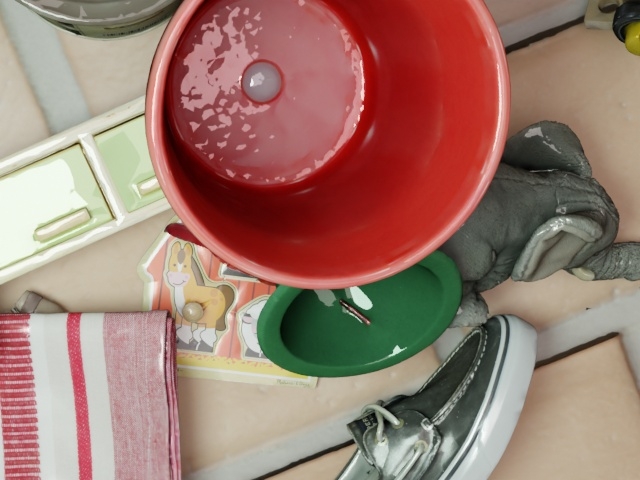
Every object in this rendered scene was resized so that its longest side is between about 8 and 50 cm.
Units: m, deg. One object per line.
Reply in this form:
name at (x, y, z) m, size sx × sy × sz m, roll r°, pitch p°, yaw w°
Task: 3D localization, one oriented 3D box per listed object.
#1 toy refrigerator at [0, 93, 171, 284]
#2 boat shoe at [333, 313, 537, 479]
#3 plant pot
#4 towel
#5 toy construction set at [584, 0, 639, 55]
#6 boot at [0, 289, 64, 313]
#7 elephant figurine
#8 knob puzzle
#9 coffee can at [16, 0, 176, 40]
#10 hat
toy refrigerator at (-0.222, -0.046, 1.344) m, size 0.269 × 0.094 × 0.102 m, roll -24°, pitch 97°, yaw -4°
boat shoe at (0.076, 0.202, 1.383) m, size 0.119 × 0.121 × 0.335 m, roll 31°, pitch 93°, yaw -12°
plant pot at (-0.020, -0.115, 1.196) m, size 0.275 × 0.243 × 0.275 m, roll -3°, pitch 101°, yaw -15°
towel at (-0.287, 0.184, 1.349) m, size 0.329 × 0.037 × 0.237 m, roll -2°, pitch 95°, yaw 8°
toy construction set at (0.333, -0.307, 1.343) m, size 0.309 × 0.257 × 0.237 m, roll -19°, pitch 142°, yaw 11°
boot at (-0.276, 0.108, 1.382) m, size 0.087 × 0.042 × 0.118 m, roll 45°, pitch 88°, yaw -1°
elephant figurine at (0.195, -0.023, 1.361) m, size 0.239 × 0.186 × 0.169 m, roll -13°, pitch 91°, yaw 0°
knob puzzle at (-0.075, 0.037, 1.399) m, size 0.213 × 0.030 × 0.213 m, roll 0°, pitch 95°, yaw -6°
coffee can at (-0.183, -0.270, 1.237) m, size 0.201 × 0.275 × 0.201 m, roll -1°, pitch 95°, yaw -7°
hat at (0.000, 0.000, 1.318) m, size 0.208 × 0.183 × 0.173 m, roll 3°, pitch 134°, yaw -24°
